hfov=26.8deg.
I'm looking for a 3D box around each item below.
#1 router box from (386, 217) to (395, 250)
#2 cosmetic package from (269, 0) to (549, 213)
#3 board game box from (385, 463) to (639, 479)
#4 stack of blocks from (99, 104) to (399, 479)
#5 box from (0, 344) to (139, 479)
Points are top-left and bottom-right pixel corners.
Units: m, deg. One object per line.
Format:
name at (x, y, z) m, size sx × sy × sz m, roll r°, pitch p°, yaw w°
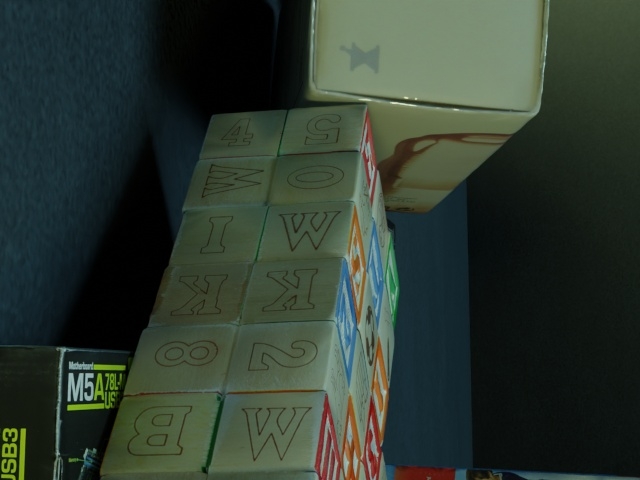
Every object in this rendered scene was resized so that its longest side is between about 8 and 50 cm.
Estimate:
router box at (0.000, 0.000, 0.945) m, size 0.122 × 0.092 × 0.038 m, roll 25°, pitch 66°, yaw -78°
cosmetic package at (0.043, -0.118, 0.850) m, size 0.296 × 0.129 × 0.153 m, roll 129°, pitch -34°, yaw -80°
board game box at (0.150, 0.352, 1.198) m, size 0.086 × 0.302 × 0.308 m, roll 80°, pitch 15°, yaw -45°
stack of blocks at (-0.019, 0.088, 0.638) m, size 0.297 × 0.087 × 0.171 m, roll -80°, pitch 164°, yaw -50°
box at (-0.097, 0.138, 0.579) m, size 0.191 × 0.045 × 0.184 m, roll 25°, pitch 63°, yaw -78°
